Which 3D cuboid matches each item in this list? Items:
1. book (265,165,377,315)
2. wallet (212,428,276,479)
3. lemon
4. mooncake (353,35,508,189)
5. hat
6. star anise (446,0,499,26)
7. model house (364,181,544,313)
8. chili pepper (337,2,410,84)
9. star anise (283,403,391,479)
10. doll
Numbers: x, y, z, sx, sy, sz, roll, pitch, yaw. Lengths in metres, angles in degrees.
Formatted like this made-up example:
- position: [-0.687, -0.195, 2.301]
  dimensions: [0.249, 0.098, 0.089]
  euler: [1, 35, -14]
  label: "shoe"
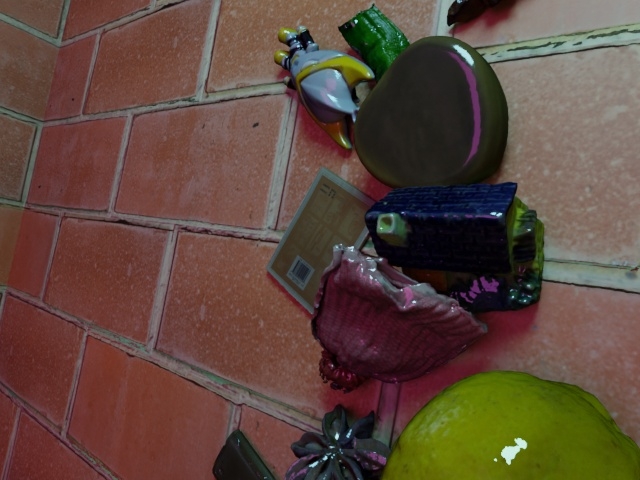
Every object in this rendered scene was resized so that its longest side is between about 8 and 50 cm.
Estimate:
- position: [0.001, 0.000, 0.855]
  dimensions: [0.170, 0.018, 0.242]
  euler: [39, 105, 34]
  label: "book"
- position: [-0.130, 0.473, 0.850]
  dimensions: [0.198, 0.031, 0.110]
  euler: [37, 104, 36]
  label: "wallet"
- position: [0.192, 0.295, 0.477]
  dimensions: [0.316, 0.285, 0.285]
  euler: [-16, 64, -13]
  label: "lemon"
- position: [0.179, -0.176, 0.691]
  dimensions: [0.234, 0.117, 0.235]
  euler: [4, 97, 33]
  label: "mooncake"
- position: [0.081, 0.140, 0.679]
  dimensions: [0.236, 0.107, 0.286]
  euler: [30, 131, 2]
  label: "hat"
- position: [0.250, -0.418, 0.680]
  dimensions: [0.140, 0.144, 0.158]
  euler: [45, 109, 42]
  label: "star anise"
- position: [0.182, 0.010, 0.601]
  dimensions: [0.194, 0.211, 0.170]
  euler: [4, 81, 36]
  label: "model house"
- position: [0.107, -0.354, 0.816]
  dimensions: [0.098, 0.061, 0.224]
  euler: [-22, 57, -1]
  label: "chili pepper"
- position: [0.017, 0.347, 0.681]
  dimensions: [0.197, 0.073, 0.212]
  euler: [-30, 18, -5]
  label: "star anise"
- position: [-0.001, -0.319, 0.870]
  dimensions: [0.145, 0.103, 0.316]
  euler: [-51, 51, 22]
  label: "doll"
